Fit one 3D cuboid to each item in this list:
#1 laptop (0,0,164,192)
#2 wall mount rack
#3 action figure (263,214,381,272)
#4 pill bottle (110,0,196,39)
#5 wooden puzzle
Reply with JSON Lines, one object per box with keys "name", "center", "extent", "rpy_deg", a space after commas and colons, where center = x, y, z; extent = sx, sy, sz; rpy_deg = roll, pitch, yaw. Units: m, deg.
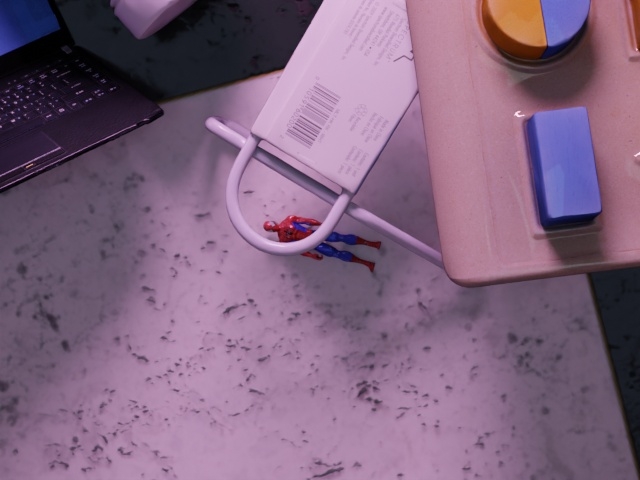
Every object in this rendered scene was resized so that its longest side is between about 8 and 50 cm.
{"name": "laptop", "center": [-0.316, -0.170, 1.665], "extent": [0.234, 0.264, 0.137], "rpy_deg": [-28, 131, -23]}
{"name": "wall mount rack", "center": [0.074, -0.121, 1.716], "extent": [0.304, 0.130, 0.350], "rpy_deg": [31, 95, 2]}
{"name": "action figure", "center": [0.000, 0.000, 1.773], "extent": [0.115, 0.030, 0.038], "rpy_deg": [15, 100, 2]}
{"name": "pill bottle", "center": [-0.219, -0.356, 1.667], "extent": [0.188, 0.188, 0.334], "rpy_deg": [-39, 93, 4]}
{"name": "wooden puzzle", "center": [0.260, -0.139, 1.584], "extent": [0.347, 0.080, 0.322], "rpy_deg": [-8, 83, 2]}
